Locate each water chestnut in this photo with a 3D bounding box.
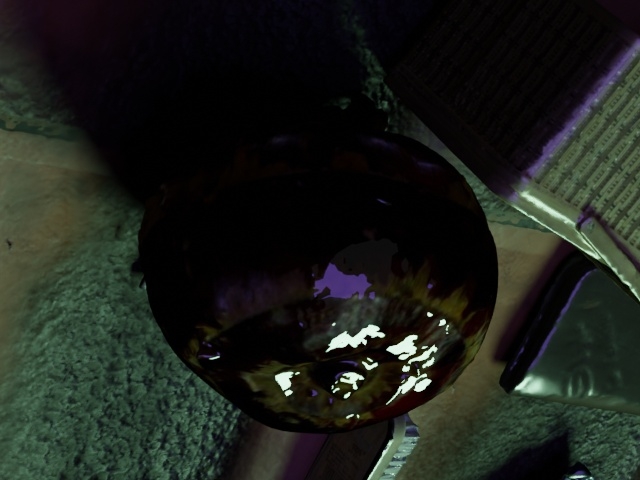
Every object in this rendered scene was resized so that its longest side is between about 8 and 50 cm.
[{"bbox_3d":[0.000,0.000,1.430,0.300,0.300,0.300,-14,127,-19],"label":"water chestnut"}]

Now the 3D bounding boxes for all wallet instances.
[{"bbox_3d":[0.330,0.107,1.801,0.310,0.042,0.165,15,116,-35],"label":"wallet"}]

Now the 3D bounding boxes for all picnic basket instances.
[{"bbox_3d":[0.235,-0.078,1.494,0.313,0.228,0.175,29,103,-39],"label":"picnic basket"}]

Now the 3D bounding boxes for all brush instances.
[{"bbox_3d":[0.005,0.280,1.735,0.065,0.070,0.327,7,120,-44],"label":"brush"}]

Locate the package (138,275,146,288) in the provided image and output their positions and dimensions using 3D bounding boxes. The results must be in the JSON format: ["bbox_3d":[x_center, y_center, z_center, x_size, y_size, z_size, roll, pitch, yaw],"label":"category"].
[{"bbox_3d":[-0.102,0.039,1.534,0.110,0.015,0.037,19,112,-35],"label":"package"}]

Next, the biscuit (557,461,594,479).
[{"bbox_3d":[0.270,0.369,1.927,0.186,0.079,0.309,-41,131,1],"label":"biscuit"}]
